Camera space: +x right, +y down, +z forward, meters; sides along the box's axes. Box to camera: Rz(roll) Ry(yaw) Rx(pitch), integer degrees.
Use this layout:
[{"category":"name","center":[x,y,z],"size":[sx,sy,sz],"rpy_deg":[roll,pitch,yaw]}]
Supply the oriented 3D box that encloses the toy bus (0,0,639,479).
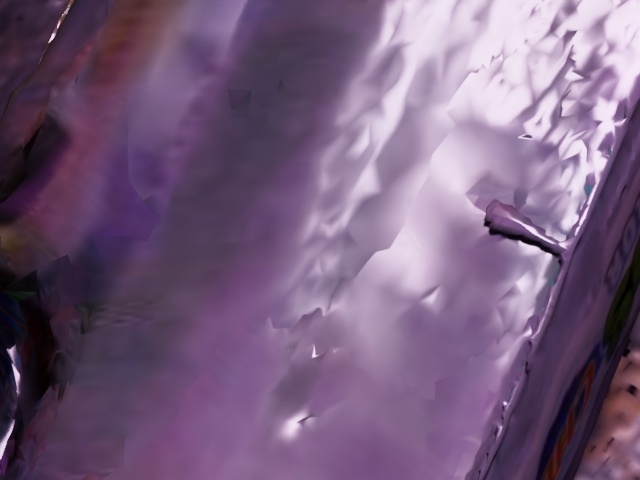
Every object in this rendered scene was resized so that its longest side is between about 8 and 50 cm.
[{"category":"toy bus","center":[0.000,0.000,0.403],"size":[0.138,0.112,0.317],"rpy_deg":[18,72,21]}]
